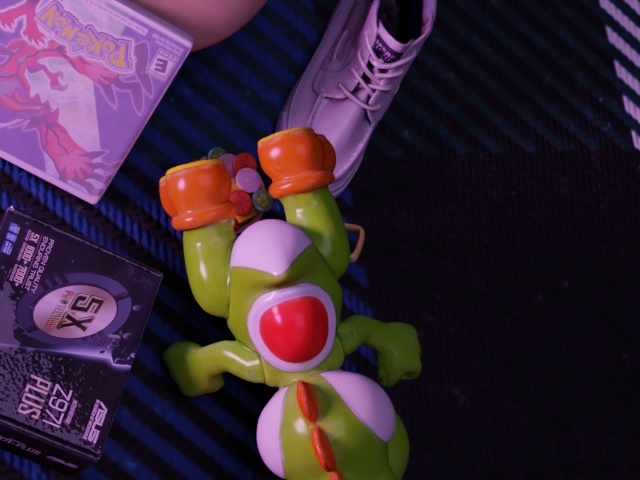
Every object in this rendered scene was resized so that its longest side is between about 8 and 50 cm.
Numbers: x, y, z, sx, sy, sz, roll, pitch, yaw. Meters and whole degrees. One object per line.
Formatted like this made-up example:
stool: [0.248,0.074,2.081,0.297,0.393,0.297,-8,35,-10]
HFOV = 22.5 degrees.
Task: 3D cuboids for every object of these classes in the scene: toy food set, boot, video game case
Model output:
toy food set: [-0.087,-0.047,1.507,0.083,0.020,0.083,-31,87,-31]
boot: [0.038,-0.164,1.549,0.095,0.123,0.258,25,63,-17]
video game case: [-0.240,-0.148,1.389,0.201,0.183,0.023,28,24,-16]

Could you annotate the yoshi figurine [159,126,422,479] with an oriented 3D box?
yoshi figurine: [-0.016,0.097,1.412,0.203,0.204,0.362,-10,79,-47]

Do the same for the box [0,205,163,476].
box: [-0.236,0.086,1.354,0.147,0.077,0.180,26,63,-17]

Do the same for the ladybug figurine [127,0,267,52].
ladybug figurine: [-0.234,-0.347,1.428,0.449,0.162,0.305,39,88,-14]

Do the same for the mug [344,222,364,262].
mug: [-0.003,0.001,1.511,0.078,0.062,0.064,23,54,-5]
